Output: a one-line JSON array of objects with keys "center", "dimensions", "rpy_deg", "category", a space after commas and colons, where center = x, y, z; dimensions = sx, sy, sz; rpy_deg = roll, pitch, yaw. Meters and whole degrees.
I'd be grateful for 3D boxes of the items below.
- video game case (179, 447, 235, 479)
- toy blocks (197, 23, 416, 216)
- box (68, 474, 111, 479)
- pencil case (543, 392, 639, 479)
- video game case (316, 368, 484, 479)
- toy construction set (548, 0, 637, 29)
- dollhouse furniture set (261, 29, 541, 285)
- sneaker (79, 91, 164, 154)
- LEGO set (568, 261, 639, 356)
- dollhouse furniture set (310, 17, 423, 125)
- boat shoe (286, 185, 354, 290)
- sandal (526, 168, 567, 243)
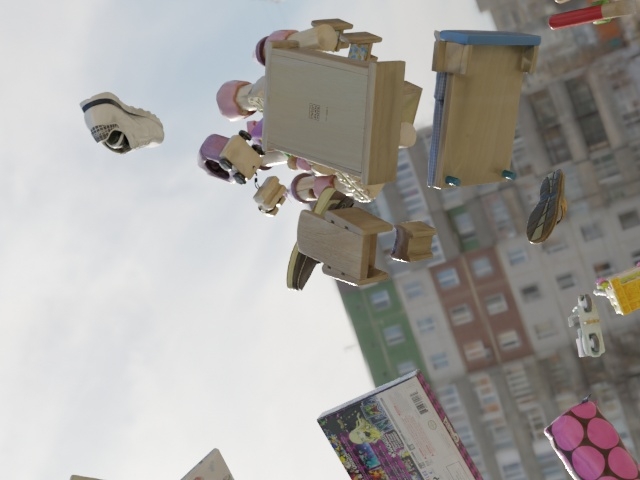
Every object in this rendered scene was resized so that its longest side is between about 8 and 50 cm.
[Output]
[{"center": [-0.221, 0.511, 1.969], "dimensions": [0.143, 0.019, 0.157], "rpy_deg": [-40, -62, -34], "category": "video game case"}, {"center": [-0.066, -0.145, 1.625], "dimensions": [0.288, 0.260, 0.309], "rpy_deg": [47, -119, -29], "category": "toy blocks"}, {"center": [-0.260, 0.417, 1.178], "dimensions": [0.126, 0.149, 0.232], "rpy_deg": [13, -138, -15], "category": "box"}, {"center": [0.428, 0.338, 1.492], "dimensions": [0.098, 0.095, 0.209], "rpy_deg": [-13, -121, -31], "category": "pencil case"}, {"center": [0.137, 0.364, 1.745], "dimensions": [0.232, 0.210, 0.042], "rpy_deg": [59, -156, -4], "category": "video game case"}, {"center": [0.462, -0.479, 1.504], "dimensions": [0.257, 0.237, 0.309], "rpy_deg": [10, -98, -46], "category": "toy construction set"}, {"center": [0.106, -0.126, 1.269], "dimensions": [0.303, 0.198, 0.286], "rpy_deg": [-10, -68, -38], "category": "dollhouse furniture set"}, {"center": [-0.372, -0.203, 1.922], "dimensions": [0.235, 0.090, 0.095], "rpy_deg": [16, -131, -64], "category": "sneaker"}, {"center": [0.453, 0.079, 1.271], "dimensions": [0.107, 0.287, 0.132], "rpy_deg": [178, 92, -87], "category": "LEGO set"}, {"center": [0.040, -0.275, 1.884], "dimensions": [0.161, 0.242, 0.212], "rpy_deg": [-18, -51, -46], "category": "dollhouse furniture set"}, {"center": [0.000, 0.000, 1.330], "dimensions": [0.056, 0.049, 0.152], "rpy_deg": [62, -131, -69], "category": "boat shoe"}, {"center": [0.462, -0.064, 2.009], "dimensions": [0.049, 0.072, 0.180], "rpy_deg": [39, -126, -23], "category": "sandal"}]
